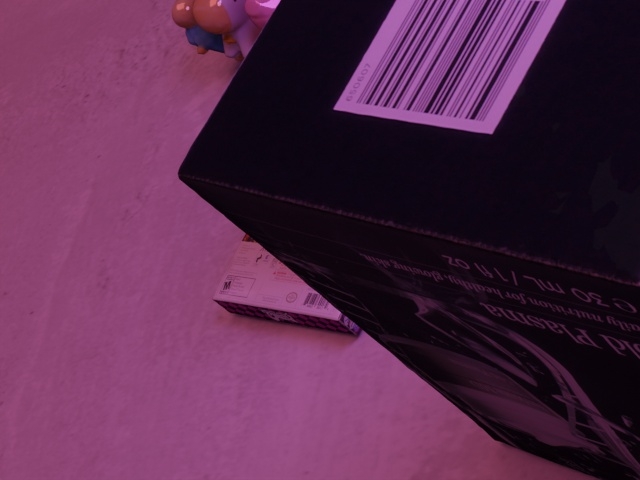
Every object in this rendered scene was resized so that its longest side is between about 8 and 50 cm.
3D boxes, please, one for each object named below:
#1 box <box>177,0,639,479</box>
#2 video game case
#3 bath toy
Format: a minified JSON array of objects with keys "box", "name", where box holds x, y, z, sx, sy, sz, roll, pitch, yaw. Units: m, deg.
[{"box":[0.237,-0.010,1.132,0.480,0.471,0.297,15,71,51],"name":"box"},{"box":[0.000,0.000,1.733,0.232,0.042,0.210,5,62,48],"name":"video game case"},{"box":[-0.051,-0.297,1.947,0.348,0.151,0.129,13,96,48],"name":"bath toy"}]
